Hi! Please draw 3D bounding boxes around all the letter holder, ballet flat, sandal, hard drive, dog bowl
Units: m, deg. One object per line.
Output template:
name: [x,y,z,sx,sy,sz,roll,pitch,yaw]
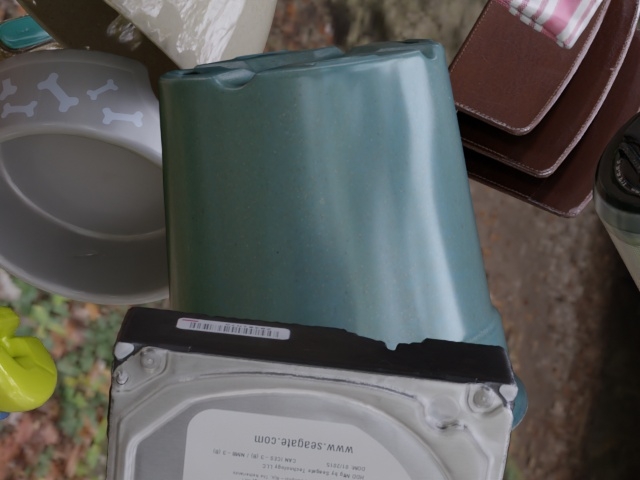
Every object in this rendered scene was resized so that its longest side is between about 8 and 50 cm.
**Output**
letter holder: [0.292,-0.206,1.582,0.302,0.214,0.152,-59,165,-23]
ballet flat: [-0.339,-0.272,1.697,0.206,0.073,0.067,-18,165,-33]
sandal: [-0.370,0.045,1.106,0.138,0.317,0.126,-40,170,13]
hard drive: [-0.020,0.217,0.811,0.064,0.236,0.339,-87,-176,-69]
dog bowl: [-0.260,-0.056,1.489,0.349,0.348,0.102,83,12,-48]

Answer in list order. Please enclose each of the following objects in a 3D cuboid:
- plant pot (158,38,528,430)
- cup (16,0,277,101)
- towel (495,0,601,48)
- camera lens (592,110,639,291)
plant pot: [0.000,0.000,1.168,0.341,0.341,0.334,-31,116,-64]
cup: [-0.174,-0.310,1.488,0.237,0.331,0.331,-53,156,-11]
towel: [0.177,-0.273,1.111,0.144,0.197,0.029,-58,-166,2]
camera lens: [0.400,-0.003,1.228,0.274,0.219,0.219,56,45,-28]
